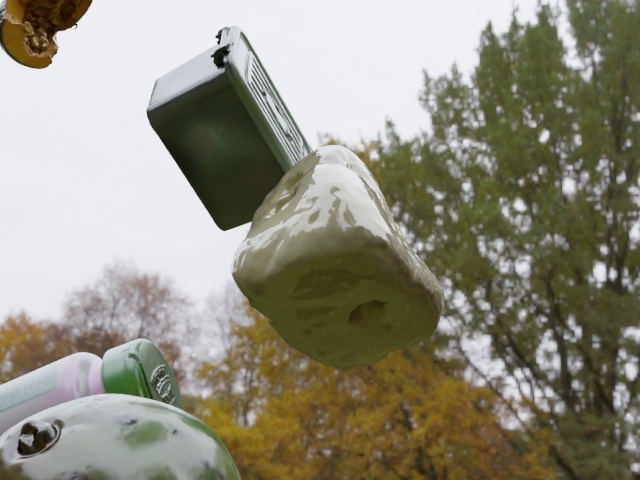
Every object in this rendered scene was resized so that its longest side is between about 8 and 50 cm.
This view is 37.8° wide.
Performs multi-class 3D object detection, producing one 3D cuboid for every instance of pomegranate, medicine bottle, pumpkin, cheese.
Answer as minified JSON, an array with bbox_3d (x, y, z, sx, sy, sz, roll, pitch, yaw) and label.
[{"bbox_3d":[-0.141,0.218,0.655,0.202,0.202,0.247,-11,-61,28],"label":"pomegranate"},{"bbox_3d":[-0.285,0.200,0.972,0.274,0.133,0.133,-24,-36,7],"label":"medicine bottle"},{"bbox_3d":[-0.464,-0.369,1.533,0.108,0.183,0.119,16,-23,46],"label":"pumpkin"},{"bbox_3d":[-0.002,0.001,1.005,0.174,0.251,0.248,-29,-21,14],"label":"cheese"}]

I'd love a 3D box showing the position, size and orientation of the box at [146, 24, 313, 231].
[{"bbox_3d":[-0.110,-0.134,1.196,0.135,0.163,0.243,-25,-59,12],"label":"box"}]
